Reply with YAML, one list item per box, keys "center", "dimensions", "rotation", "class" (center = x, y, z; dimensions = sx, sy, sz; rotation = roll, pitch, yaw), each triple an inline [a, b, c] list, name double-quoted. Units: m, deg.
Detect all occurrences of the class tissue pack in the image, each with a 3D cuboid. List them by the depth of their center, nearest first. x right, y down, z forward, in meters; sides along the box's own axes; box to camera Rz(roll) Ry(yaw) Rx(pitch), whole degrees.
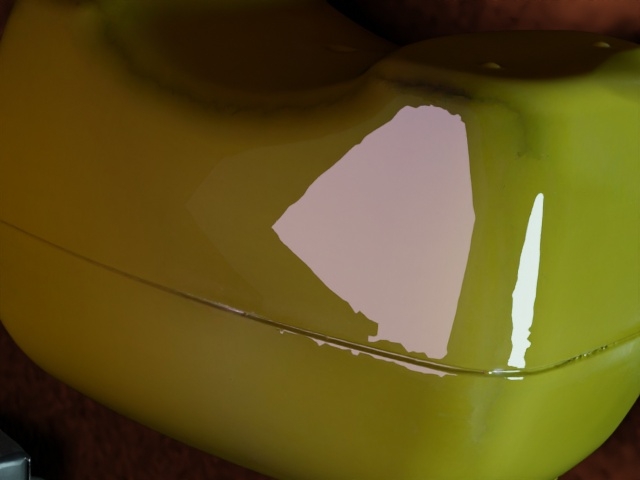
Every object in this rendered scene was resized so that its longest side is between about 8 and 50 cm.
- center: [0.000, 0.000, 0.484]
  dimensions: [0.178, 0.123, 0.127]
  rotation: [16, 107, 32]
  class: "tissue pack"

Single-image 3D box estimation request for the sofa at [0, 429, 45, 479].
- center: [-0.142, 0.130, 0.673]
  dimensions: [0.085, 0.060, 0.147]
  rotation: [25, 116, 48]
  class: "sofa"
